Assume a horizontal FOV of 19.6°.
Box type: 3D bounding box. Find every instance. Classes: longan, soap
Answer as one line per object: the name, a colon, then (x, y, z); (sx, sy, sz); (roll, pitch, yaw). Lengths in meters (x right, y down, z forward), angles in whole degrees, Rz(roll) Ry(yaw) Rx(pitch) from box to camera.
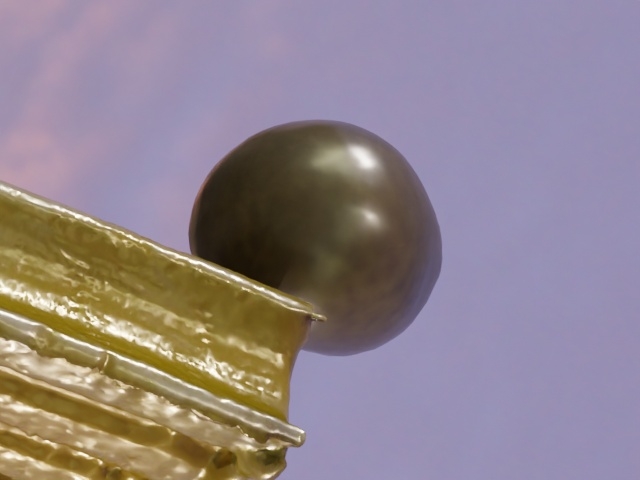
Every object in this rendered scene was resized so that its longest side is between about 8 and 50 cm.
longan: (0.000, 0.000, 1.536); (0.198, 0.212, 0.198); (-45, -171, 10)
soap: (-0.208, 0.104, 1.388); (0.293, 0.335, 0.156); (132, -25, -55)
